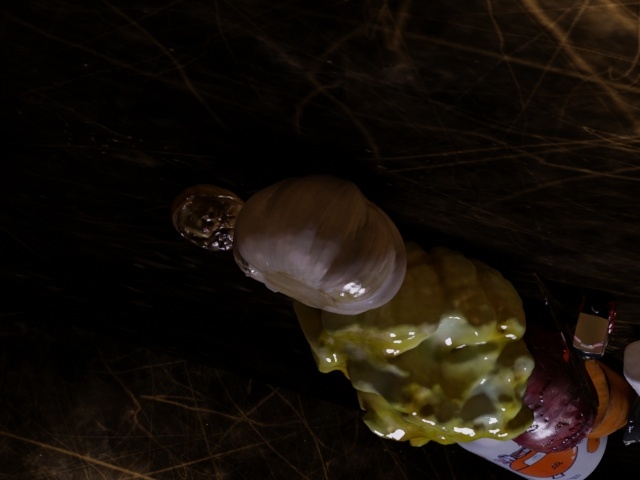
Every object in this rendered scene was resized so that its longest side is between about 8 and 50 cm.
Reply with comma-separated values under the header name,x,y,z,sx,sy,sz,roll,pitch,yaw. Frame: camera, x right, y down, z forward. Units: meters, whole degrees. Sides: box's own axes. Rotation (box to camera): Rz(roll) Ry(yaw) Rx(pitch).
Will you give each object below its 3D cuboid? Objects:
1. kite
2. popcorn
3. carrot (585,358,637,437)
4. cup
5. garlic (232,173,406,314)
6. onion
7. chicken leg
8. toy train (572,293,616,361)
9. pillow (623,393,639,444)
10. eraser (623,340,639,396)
name,x,y,z,sx,sy,sz,roll,pitch,yaw
kite,0.348,0.140,1.505,0.009,0.232,0.189,-23,-172,16
popcorn,0.140,0.140,1.517,0.334,0.293,0.292,63,180,-23
carrot,0.491,0.279,1.890,0.159,0.159,0.225,1,172,42
cup,0.382,0.337,2.033,0.212,0.212,0.317,-1,157,46
garlic,0.002,0.002,1.303,0.227,0.152,0.228,22,169,4
onion,0.348,0.212,1.680,0.252,0.219,0.252,42,-169,-10
chicken leg,-0.121,-0.017,1.516,0.107,0.087,0.251,31,-179,30
toy train,0.392,0.131,1.513,0.050,0.087,0.138,14,166,18
pillow,0.572,0.294,1.830,0.055,0.136,0.091,23,163,19
eraser,0.585,0.225,1.643,0.174,0.095,0.270,0,159,27
